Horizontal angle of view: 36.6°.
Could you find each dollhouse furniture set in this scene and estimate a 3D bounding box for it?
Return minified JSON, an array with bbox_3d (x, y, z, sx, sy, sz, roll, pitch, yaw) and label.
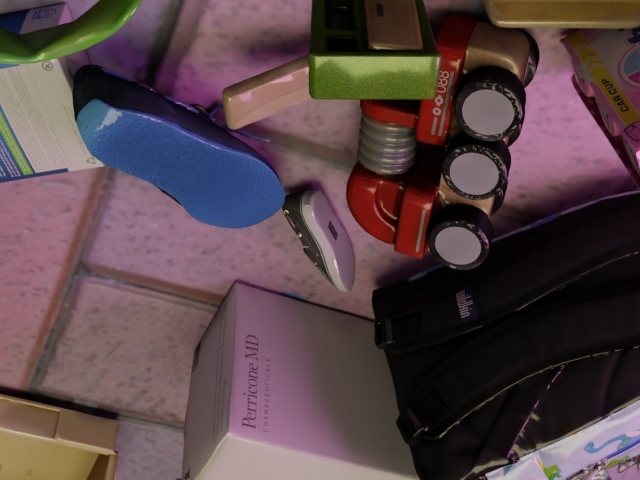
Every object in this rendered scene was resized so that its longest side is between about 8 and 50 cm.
[{"bbox_3d":[0.141,-0.228,0.722,0.301,0.151,0.197,0,132,-2],"label":"dollhouse furniture set"}]

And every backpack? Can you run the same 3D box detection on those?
[{"bbox_3d":[0.269,0.101,0.989,0.355,0.290,0.273,-40,132,23],"label":"backpack"}]

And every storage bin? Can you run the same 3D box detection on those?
[{"bbox_3d":[-0.419,0.318,1.257,0.262,0.123,0.260,17,132,-17],"label":"storage bin"}]

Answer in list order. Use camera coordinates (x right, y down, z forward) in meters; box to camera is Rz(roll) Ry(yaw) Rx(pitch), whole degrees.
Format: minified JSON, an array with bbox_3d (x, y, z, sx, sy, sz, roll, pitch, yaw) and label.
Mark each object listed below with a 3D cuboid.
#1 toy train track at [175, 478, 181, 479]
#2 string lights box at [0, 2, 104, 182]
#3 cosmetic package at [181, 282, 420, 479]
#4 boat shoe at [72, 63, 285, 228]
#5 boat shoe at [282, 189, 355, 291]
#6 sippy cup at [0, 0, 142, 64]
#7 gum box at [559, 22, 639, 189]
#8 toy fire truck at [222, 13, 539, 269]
[{"bbox_3d":[-0.218,0.368,1.388,0.048,0.014,0.083,21,129,-21],"label":"toy train track"},{"bbox_3d":[-0.334,-0.117,0.869,0.259,0.077,0.133,-8,133,6],"label":"string lights box"},{"bbox_3d":[0.045,0.217,1.114,0.385,0.217,0.156,17,132,-21],"label":"cosmetic package"},{"bbox_3d":[-0.118,-0.093,0.888,0.109,0.089,0.258,-34,147,11],"label":"boat shoe"},{"bbox_3d":[0.000,0.000,1.021,0.040,0.049,0.142,-1,136,26],"label":"boat shoe"},{"bbox_3d":[-0.237,-0.277,0.633,0.224,0.240,0.305,-28,163,10],"label":"sippy cup"},{"bbox_3d":[0.282,-0.129,0.808,0.107,0.188,0.062,-23,130,10],"label":"gum box"},{"bbox_3d":[0.051,-0.095,0.878,0.246,0.158,0.217,15,129,11],"label":"toy fire truck"}]
